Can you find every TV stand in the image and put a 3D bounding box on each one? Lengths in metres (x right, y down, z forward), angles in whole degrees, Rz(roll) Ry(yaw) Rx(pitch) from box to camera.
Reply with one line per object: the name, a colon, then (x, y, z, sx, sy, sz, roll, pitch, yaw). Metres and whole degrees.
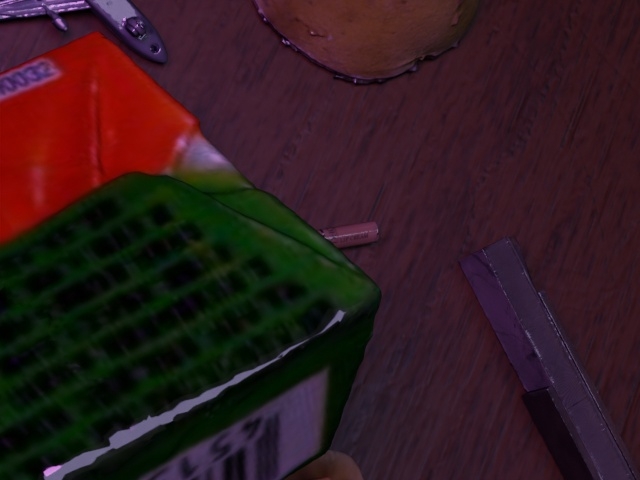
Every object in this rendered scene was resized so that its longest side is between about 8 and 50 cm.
TV stand: (0.190, 0.120, 1.122, 0.040, 0.049, 0.257, -26, 87, -22)

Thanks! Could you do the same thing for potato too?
potato: (0.050, -0.232, 1.118, 0.202, 0.117, 0.182, 31, 68, -9)

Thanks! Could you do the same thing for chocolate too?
chocolate: (-0.197, 0.063, 0.872, 0.360, 0.161, 0.341, -28, 49, -21)

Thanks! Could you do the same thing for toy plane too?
toy plane: (-0.199, -0.219, 1.062, 0.226, 0.058, 0.226, 45, 85, -4)

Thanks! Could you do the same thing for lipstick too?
lipstick: (0.000, 0.000, 1.101, 0.094, 0.019, 0.019, -10, 82, -20)

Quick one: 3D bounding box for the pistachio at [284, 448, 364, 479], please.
pistachio: (-0.059, 0.270, 0.912, 0.309, 0.230, 0.230, -36, 91, -18)
